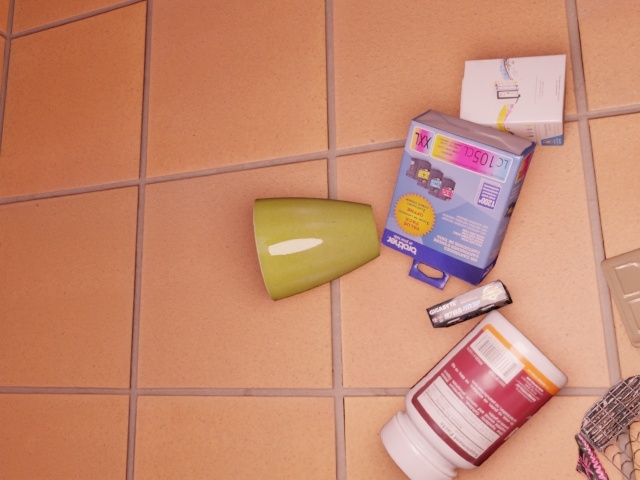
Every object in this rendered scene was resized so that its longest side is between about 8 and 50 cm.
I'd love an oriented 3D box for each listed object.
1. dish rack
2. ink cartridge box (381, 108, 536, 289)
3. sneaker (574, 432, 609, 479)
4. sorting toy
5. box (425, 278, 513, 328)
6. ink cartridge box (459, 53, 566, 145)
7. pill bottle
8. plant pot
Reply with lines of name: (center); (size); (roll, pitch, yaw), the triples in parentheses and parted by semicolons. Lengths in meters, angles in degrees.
dish rack: (0.709, 0.433, 1.277); (0.208, 0.074, 0.271); (-47, 65, 6)
ink cartridge box: (0.314, -0.077, 1.435); (0.270, 0.151, 0.395); (24, 124, 24)
sneaker: (0.587, 0.490, 1.330); (0.057, 0.047, 0.119); (-31, 68, 26)
sorting toy: (0.791, 0.089, 1.280); (0.307, 0.041, 0.228); (-23, 51, 25)
box: (0.351, 0.151, 1.394); (0.175, 0.220, 0.051); (-24, 75, 16)
ink cartridge box: (0.474, -0.334, 1.469); (0.233, 0.171, 0.168); (3, 80, 23)
pill bottle: (0.336, 0.367, 1.356); (0.392, 0.224, 0.224); (-46, 67, 8)
plant pot: (0.000, 0.000, 1.565); (0.294, 0.275, 0.274); (-10, 75, 4)
